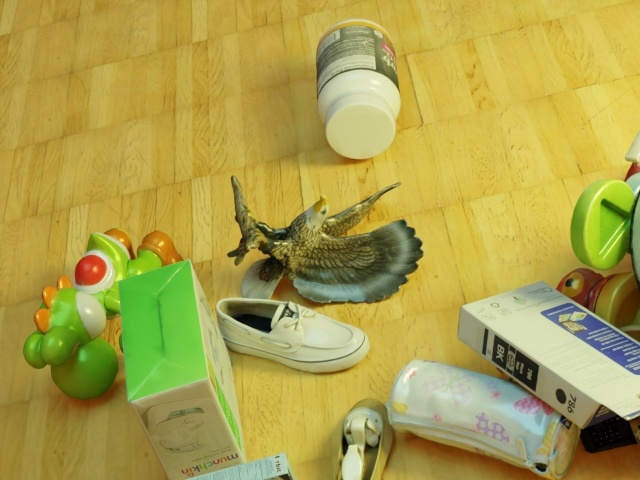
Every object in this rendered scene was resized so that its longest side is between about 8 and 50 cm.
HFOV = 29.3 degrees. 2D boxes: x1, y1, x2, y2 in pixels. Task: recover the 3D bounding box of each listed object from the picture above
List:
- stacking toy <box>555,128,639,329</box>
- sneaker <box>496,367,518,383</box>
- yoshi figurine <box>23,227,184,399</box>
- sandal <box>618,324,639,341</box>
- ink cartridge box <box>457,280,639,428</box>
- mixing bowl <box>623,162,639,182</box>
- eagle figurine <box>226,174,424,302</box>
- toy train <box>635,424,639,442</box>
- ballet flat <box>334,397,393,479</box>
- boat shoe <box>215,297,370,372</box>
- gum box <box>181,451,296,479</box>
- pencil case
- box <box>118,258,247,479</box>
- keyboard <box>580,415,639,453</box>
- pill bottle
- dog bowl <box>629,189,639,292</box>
[{"bbox_3d":[0.440,-0.024,1.857,0.130,0.279,0.309,14,56,45],"label":"stacking toy"},{"bbox_3d":[0.305,0.169,1.856,0.075,0.057,0.161,2,47,13],"label":"sneaker"},{"bbox_3d":[-0.371,0.136,2.081,0.203,0.203,0.362,37,38,-2],"label":"yoshi figurine"},{"bbox_3d":[0.546,0.175,1.753,0.240,0.088,0.079,6,73,9],"label":"sandal"},{"bbox_3d":[0.356,0.167,1.702,0.165,0.065,0.333,-13,30,-30],"label":"ink cartridge box"},{"bbox_3d":[0.584,-0.104,2.032,0.181,0.098,0.181,-10,41,8],"label":"mixing bowl"},{"bbox_3d":[0.004,-0.004,2.090,0.298,0.225,0.226,5,82,-19],"label":"eagle figurine"},{"bbox_3d":[0.527,0.261,1.667,0.184,0.080,0.105,-16,47,1],"label":"toy train"},{"bbox_3d":[0.061,0.304,1.779,0.080,0.073,0.232,-5,42,13],"label":"ballet flat"},{"bbox_3d":[-0.050,0.141,1.986,0.267,0.088,0.096,11,48,29],"label":"boat shoe"},{"bbox_3d":[-0.116,0.377,1.696,0.184,0.157,0.041,-16,40,3],"label":"gum box"},{"bbox_3d":[0.233,0.254,1.745,0.273,0.113,0.124,14,52,31],"label":"pencil case"},{"bbox_3d":[-0.211,0.207,1.859,0.127,0.231,0.262,-17,41,1],"label":"box"},{"bbox_3d":[0.408,0.218,1.783,0.100,0.038,0.192,-14,42,3],"label":"keyboard"},{"bbox_3d":[0.072,-0.293,2.369,0.162,0.162,0.278,-10,42,8],"label":"pill bottle"},{"bbox_3d":[0.648,-0.002,1.693,0.408,0.150,0.408,2,72,-5],"label":"dog bowl"}]
